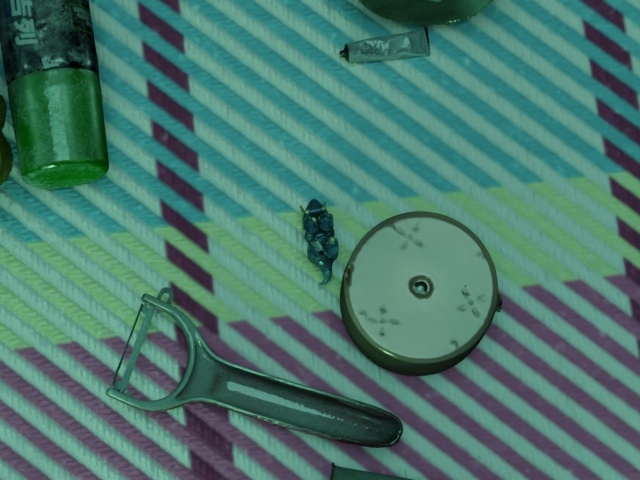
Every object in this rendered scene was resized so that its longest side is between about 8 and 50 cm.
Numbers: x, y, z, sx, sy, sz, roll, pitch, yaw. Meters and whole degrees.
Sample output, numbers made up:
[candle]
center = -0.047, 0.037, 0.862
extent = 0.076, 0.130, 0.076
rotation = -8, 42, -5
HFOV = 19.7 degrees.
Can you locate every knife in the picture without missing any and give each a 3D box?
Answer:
[knife]
center = -0.054, 0.138, 1.760
extent = 0.278, 0.053, 0.123
rotation = 18, 73, 2

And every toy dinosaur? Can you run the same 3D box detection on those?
[toy dinosaur]
center = 0.000, 0.000, 1.796
extent = 0.030, 0.047, 0.083
rotation = -10, 74, -3

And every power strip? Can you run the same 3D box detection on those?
[power strip]
center = 0.096, 0.052, 1.771
extent = 0.154, 0.078, 0.154
rotation = 1, 75, -4

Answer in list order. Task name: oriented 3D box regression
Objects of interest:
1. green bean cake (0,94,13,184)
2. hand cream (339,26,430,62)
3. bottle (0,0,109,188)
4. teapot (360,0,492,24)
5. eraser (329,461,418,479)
[green bean cake]
center = -0.459, -0.149, 1.753
extent = 0.310, 0.202, 0.285
rotation = -7, 90, -2
[hand cream]
center = 0.065, -0.195, 1.860
extent = 0.093, 0.019, 0.030
rotation = -8, 76, -10
[bottle]
center = -0.272, -0.219, 1.814
extent = 0.093, 0.093, 0.330
rotation = -9, 78, -4
[teapot]
center = 0.119, -0.342, 1.830
extent = 0.203, 0.171, 0.225
rotation = 13, 67, -31
[eraser]
center = 0.111, 0.287, 1.683
extent = 0.227, 0.174, 0.081
rotation = 9, 119, 1
